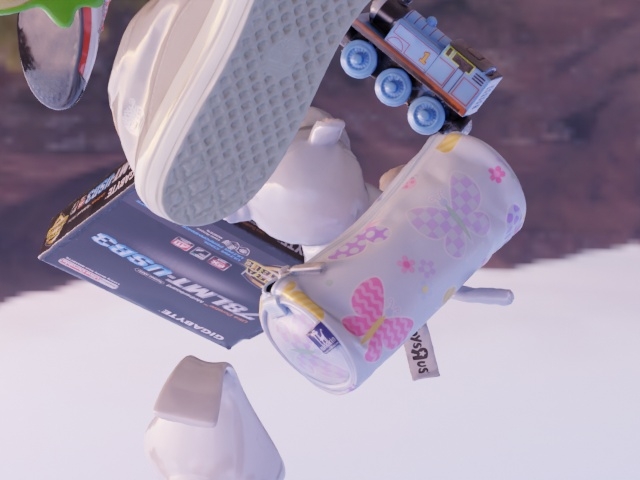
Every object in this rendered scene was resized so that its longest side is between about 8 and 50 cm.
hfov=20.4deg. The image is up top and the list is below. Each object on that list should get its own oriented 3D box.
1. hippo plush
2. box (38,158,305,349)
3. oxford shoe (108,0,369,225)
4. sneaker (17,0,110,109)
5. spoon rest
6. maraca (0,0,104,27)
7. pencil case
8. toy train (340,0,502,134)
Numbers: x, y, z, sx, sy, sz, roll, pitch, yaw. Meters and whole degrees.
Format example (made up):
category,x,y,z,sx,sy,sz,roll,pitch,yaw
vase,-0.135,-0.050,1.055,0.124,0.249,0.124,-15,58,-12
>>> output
category,x,y,z,sx,sy,sz,roll,pitch,yaw
hippo plush,0.000,0.000,1.753,0.236,0.234,0.294,36,-162,-25
box,-0.154,0.013,2.191,0.295,0.073,0.293,29,146,-23
oxford shoe,-0.026,-0.219,1.316,0.169,0.449,0.130,11,-151,-48
sneaker,-0.212,-0.266,1.701,0.090,0.270,0.145,16,-155,33
spoon rest,-0.100,0.174,1.609,0.137,0.084,0.276,12,155,6
maraca,-0.265,-0.250,1.511,0.185,0.127,0.099,16,-176,-23
pencil case,0.067,0.017,1.622,0.273,0.124,0.113,-41,177,-27
toy train,0.106,-0.193,1.949,0.184,0.105,0.080,41,-163,9
